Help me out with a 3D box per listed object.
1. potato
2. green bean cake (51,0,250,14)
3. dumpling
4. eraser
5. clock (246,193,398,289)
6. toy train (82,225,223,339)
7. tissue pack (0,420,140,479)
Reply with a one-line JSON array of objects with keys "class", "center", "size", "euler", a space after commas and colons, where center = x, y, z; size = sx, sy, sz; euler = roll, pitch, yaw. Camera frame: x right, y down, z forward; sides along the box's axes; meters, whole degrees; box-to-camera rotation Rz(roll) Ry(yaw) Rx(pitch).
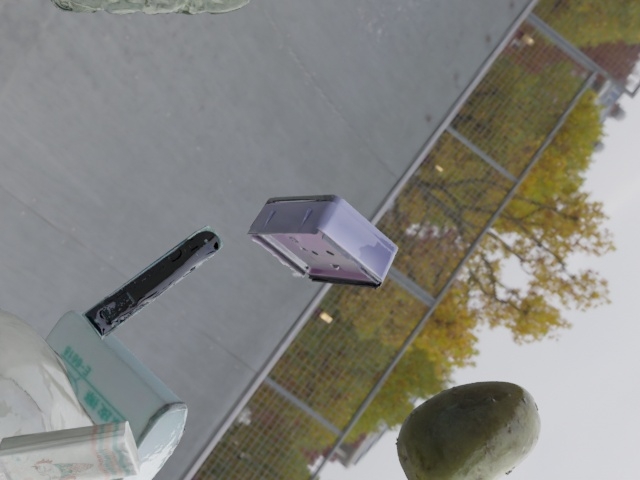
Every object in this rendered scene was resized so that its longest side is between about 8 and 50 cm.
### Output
[{"class": "potato", "center": [0.291, 0.389, 1.486], "size": [0.308, 0.173, 0.210], "euler": [-25, -144, -12]}, {"class": "green bean cake", "center": [-0.141, -0.284, 0.621], "size": [0.185, 0.094, 0.183], "euler": [-12, 139, -29]}, {"class": "dumpling", "center": [-0.386, 0.168, 0.905], "size": [0.181, 0.341, 0.260], "euler": [-62, -165, 19]}, {"class": "eraser", "center": [-0.371, 0.274, 1.306], "size": [0.104, 0.290, 0.189], "euler": [-1, 121, -56]}, {"class": "clock", "center": [-0.001, 0.000, 1.112], "size": [0.193, 0.145, 0.073], "euler": [2, -122, 55]}, {"class": "toy train", "center": [-0.223, 0.053, 1.026], "size": [0.207, 0.043, 0.047], "euler": [-37, -174, -12]}, {"class": "tissue pack", "center": [-0.213, 0.186, 0.646], "size": [0.023, 0.108, 0.056], "euler": [-101, -177, -54]}]
